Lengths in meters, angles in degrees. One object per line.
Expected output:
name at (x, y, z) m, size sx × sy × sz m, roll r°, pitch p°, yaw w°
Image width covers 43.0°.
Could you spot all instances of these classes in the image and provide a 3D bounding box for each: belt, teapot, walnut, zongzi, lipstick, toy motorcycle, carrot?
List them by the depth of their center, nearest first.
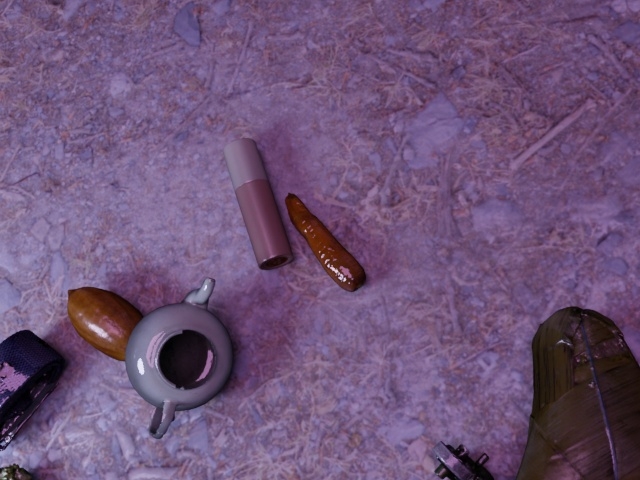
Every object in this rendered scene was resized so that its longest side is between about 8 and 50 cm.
zongzi at (0.353, 0.288, 1.265) m, size 0.361 × 0.160 × 0.323 m, roll -16°, pitch 65°, yaw -16°
toy motorcycle at (0.243, 0.469, 1.307) m, size 0.205 × 0.127 × 0.275 m, roll -44°, pitch 77°, yaw -1°
teapot at (-0.249, 0.209, 1.454) m, size 0.193 × 0.129 × 0.294 m, roll 19°, pitch 80°, yaw -18°
carrot at (0.000, 0.000, 1.527) m, size 0.059 × 0.059 × 0.248 m, roll -39°, pitch 67°, yaw 0°
belt at (-0.588, 0.290, 1.537) m, size 0.126 × 0.139 × 0.230 m, roll 36°, pitch 83°, yaw 14°
walnut at (-0.405, 0.153, 1.541) m, size 0.207 × 0.116 × 0.115 m, roll 33°, pitch 84°, yaw 14°
lipstick at (-0.122, -0.072, 1.564) m, size 0.070 × 0.070 × 0.254 m, roll -21°, pitch 71°, yaw 6°

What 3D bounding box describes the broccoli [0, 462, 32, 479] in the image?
broccoli at (-0.579, 0.525, 1.445) m, size 0.198 × 0.176 × 0.226 m, roll 12°, pitch 92°, yaw 11°
